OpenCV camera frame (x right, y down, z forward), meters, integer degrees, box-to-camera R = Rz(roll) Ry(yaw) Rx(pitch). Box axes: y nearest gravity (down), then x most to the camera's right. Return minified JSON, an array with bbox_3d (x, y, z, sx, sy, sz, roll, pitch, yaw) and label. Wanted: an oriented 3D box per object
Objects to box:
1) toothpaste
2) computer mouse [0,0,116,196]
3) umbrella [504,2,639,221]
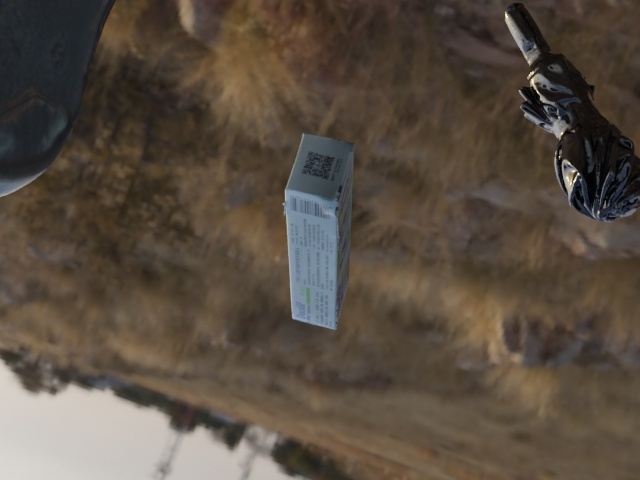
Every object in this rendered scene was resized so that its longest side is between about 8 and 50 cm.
[{"bbox_3d":[0.000,0.000,1.497,0.067,0.081,0.336,14,153,7],"label":"toothpaste"},{"bbox_3d":[-0.158,-0.176,0.652,0.090,0.379,0.167,5,141,27],"label":"computer mouse"},{"bbox_3d":[0.324,-0.175,1.642,0.118,0.340,0.118,-18,156,-8],"label":"umbrella"}]
